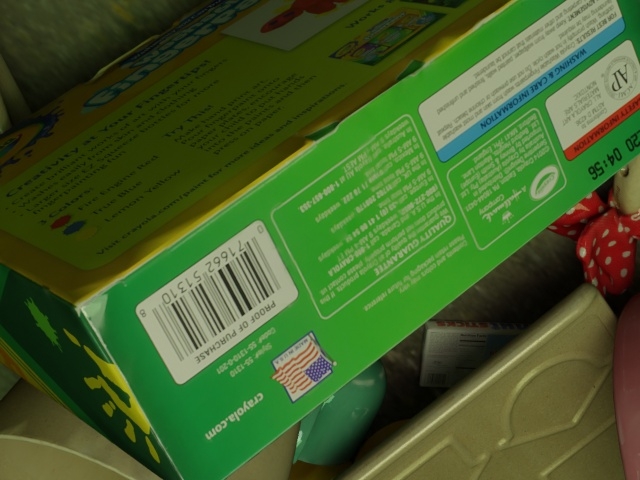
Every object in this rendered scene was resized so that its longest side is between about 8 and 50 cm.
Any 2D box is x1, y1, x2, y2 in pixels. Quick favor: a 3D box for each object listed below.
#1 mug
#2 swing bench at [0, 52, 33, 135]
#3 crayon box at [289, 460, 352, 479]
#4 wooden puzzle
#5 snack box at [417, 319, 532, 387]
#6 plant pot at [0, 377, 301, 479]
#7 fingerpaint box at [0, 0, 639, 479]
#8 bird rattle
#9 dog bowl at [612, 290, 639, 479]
[{"bbox_3d":[0.000,0.135,1.411,0.129,0.158,0.097,13,114,-30],"label":"mug"},{"bbox_3d":[-0.370,-0.080,1.268,0.253,0.165,0.255,-18,115,3],"label":"swing bench"},{"bbox_3d":[-0.039,0.326,1.472,0.083,0.203,0.323,6,123,37],"label":"crayon box"},{"bbox_3d":[0.173,0.207,1.457,0.322,0.080,0.348,-38,137,3],"label":"wooden puzzle"},{"bbox_3d":[0.185,0.112,1.495,0.178,0.022,0.064,3,114,-7],"label":"snack box"},{"bbox_3d":[-0.114,0.128,1.269,0.256,0.274,0.256,20,146,14],"label":"plant pot"},{"bbox_3d":[-0.032,-0.055,1.113,0.445,0.371,0.163,-37,117,-21],"label":"fingerpaint box"},{"bbox_3d":[0.319,-0.057,1.378,0.207,0.143,0.254,-3,120,-23],"label":"bird rattle"},{"bbox_3d":[0.384,0.196,1.366,0.150,0.408,0.408,-14,118,25],"label":"dog bowl"}]
